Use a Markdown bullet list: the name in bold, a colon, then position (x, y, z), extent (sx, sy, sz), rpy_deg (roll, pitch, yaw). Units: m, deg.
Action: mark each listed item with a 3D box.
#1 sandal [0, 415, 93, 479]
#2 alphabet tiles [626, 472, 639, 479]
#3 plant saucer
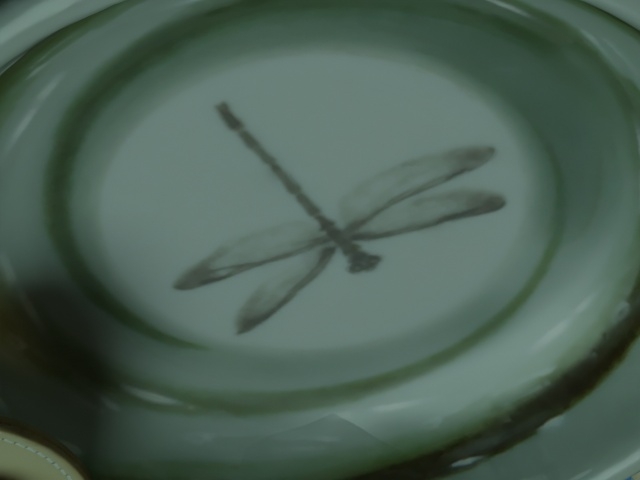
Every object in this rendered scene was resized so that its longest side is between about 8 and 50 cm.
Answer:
- **sandal**: position (-0.154, 0.172, 0.675), extent (0.088, 0.079, 0.240), rpy_deg (8, 143, -10)
- **alphabet tiles**: position (0.076, 0.132, 0.877), extent (0.278, 0.021, 0.284), rpy_deg (-8, 145, 43)
- **plant saucer**: position (0.000, 0.000, 0.629), extent (0.400, 0.100, 0.400), rpy_deg (-4, 138, -3)
